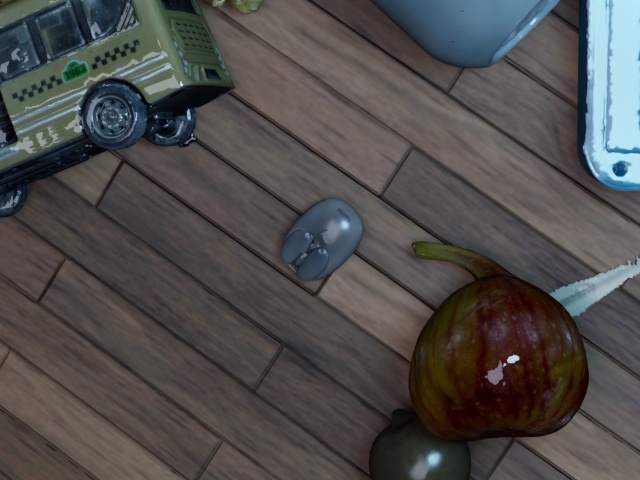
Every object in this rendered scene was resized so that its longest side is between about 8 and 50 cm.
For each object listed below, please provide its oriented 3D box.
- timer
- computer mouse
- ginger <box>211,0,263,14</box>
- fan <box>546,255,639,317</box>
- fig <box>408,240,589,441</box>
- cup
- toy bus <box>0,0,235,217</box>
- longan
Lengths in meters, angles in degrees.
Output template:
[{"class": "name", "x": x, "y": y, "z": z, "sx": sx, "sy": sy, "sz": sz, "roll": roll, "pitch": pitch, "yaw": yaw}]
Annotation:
[{"class": "timer", "x": 0.369, "y": -0.161, "z": 1.796, "sx": 0.250, "sy": 0.091, "sz": 0.232, "roll": 2, "pitch": 93, "yaw": 4}, {"class": "computer mouse", "x": 0.000, "y": 0.000, "z": 1.936, "sx": 0.096, "sy": 0.039, "sz": 0.066, "roll": -43, "pitch": 84, "yaw": 18}, {"class": "ginger", "x": -0.092, "y": -0.343, "z": 1.911, "sx": 0.193, "sy": 0.052, "sz": 0.176, "roll": 45, "pitch": 112, "yaw": 7}, {"class": "fan", "x": 0.397, "y": -0.030, "z": 1.828, "sx": 0.415, "sy": 0.012, "sz": 0.233, "roll": -35, "pitch": 86, "yaw": 17}, {"class": "fig", "x": 0.171, "y": 0.090, "z": 1.848, "sx": 0.175, "sy": 0.175, "sz": 0.207, "roll": -4, "pitch": 70, "yaw": 17}, {"class": "cup", "x": 0.090, "y": -0.317, "z": 1.781, "sx": 0.312, "sy": 0.205, "sz": 0.205, "roll": 45, "pitch": 107, "yaw": 6}, {"class": "toy bus", "x": -0.288, "y": -0.150, "z": 1.936, "sx": 0.365, "sy": 0.177, "sz": 0.202, "roll": -22, "pitch": 87, "yaw": 15}, {"class": "longan", "x": 0.098, "y": 0.220, "z": 1.911, "sx": 0.113, "sy": 0.092, "sz": 0.113, "roll": -2, "pitch": 87, "yaw": 40}]
